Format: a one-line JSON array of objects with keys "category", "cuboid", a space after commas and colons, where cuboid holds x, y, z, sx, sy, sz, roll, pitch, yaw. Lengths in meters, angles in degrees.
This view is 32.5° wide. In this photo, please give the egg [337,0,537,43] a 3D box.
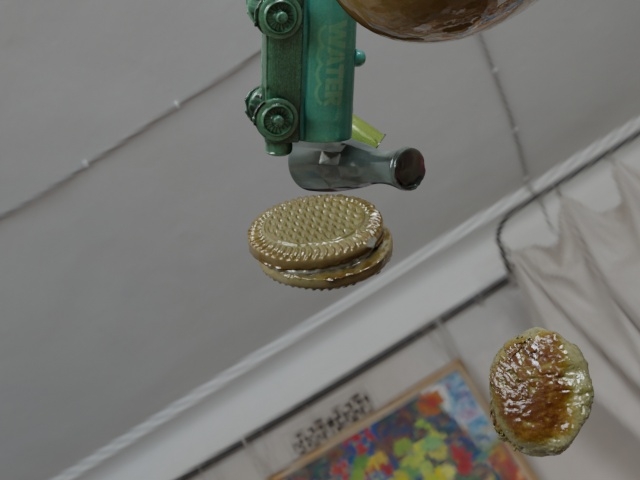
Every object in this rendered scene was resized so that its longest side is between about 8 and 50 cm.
[{"category": "egg", "cuboid": [0.151, -0.381, 1.155, 0.374, 0.301, 0.301, -47, -38, 2]}]

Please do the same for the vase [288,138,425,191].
[{"category": "vase", "cuboid": [0.051, -0.103, 1.490, 0.086, 0.214, 0.086, -6, -80, -38]}]

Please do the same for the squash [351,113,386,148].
[{"category": "squash", "cuboid": [0.021, -0.207, 2.016, 0.095, 0.188, 0.095, -56, -1, -1]}]

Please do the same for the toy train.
[{"category": "toy train", "cuboid": [-0.018, -0.231, 1.412, 0.159, 0.101, 0.248, -5, -68, -15]}]

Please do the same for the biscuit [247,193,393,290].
[{"category": "biscuit", "cuboid": [0.000, 0.000, 1.916, 0.259, 0.259, 0.079, -17, -60, -18]}]

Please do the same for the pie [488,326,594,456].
[{"category": "pie", "cuboid": [0.328, 0.226, 1.649, 0.163, 0.193, 0.079, -13, -17, 24]}]
